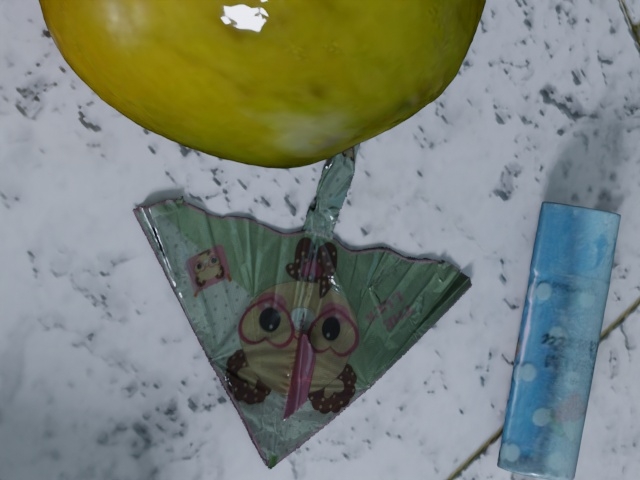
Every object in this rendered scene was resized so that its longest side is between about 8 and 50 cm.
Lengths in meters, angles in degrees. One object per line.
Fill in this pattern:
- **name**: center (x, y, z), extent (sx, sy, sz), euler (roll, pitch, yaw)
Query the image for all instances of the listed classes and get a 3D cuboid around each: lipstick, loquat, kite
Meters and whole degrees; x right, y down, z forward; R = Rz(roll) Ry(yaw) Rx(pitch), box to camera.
- **lipstick**: center (0.138, 0.058, 1.065), extent (0.048, 0.048, 0.157), euler (10, 90, -37)
- **loquat**: center (-0.036, -0.154, 0.819), extent (0.213, 0.213, 0.246), euler (-49, 120, -21)
- **kite**: center (-0.001, 0.000, 0.980), extent (0.229, 0.012, 0.250), euler (16, 85, -38)
